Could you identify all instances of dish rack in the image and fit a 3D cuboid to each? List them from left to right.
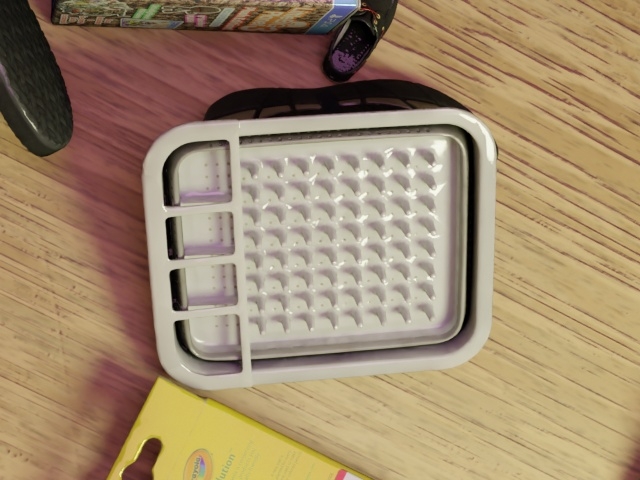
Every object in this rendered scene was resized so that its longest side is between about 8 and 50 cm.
[{"bbox_3d":[0.000,0.000,1.421,0.333,0.072,0.285,-4,115,-4],"label":"dish rack"}]

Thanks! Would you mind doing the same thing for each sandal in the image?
[{"bbox_3d":[-0.374,-0.262,1.388,0.107,0.167,0.445,-31,86,12],"label":"sandal"},{"bbox_3d":[0.030,-0.100,1.488,0.303,0.120,0.086,0,129,-7],"label":"sandal"}]

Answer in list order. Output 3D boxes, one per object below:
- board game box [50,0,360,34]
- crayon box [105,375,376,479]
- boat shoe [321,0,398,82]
[{"bbox_3d":[-0.117,-0.333,1.438,0.291,0.141,0.232,1,86,-13],"label":"board game box"},{"bbox_3d":[-0.067,0.287,1.442,0.319,0.081,0.202,29,81,-10],"label":"crayon box"},{"bbox_3d":[0.047,-0.224,1.521,0.049,0.042,0.133,32,79,-8],"label":"boat shoe"}]
